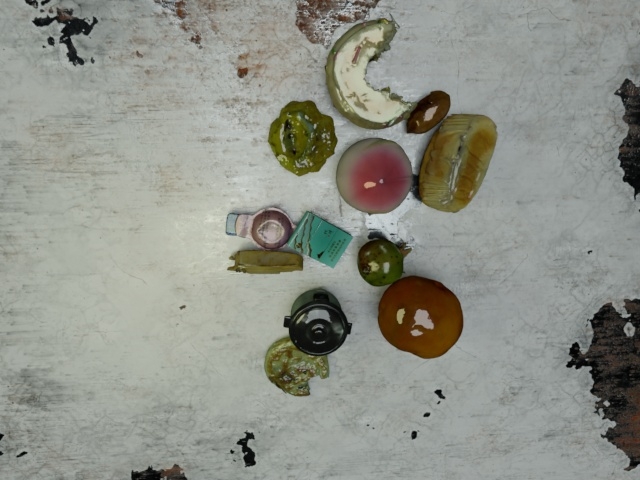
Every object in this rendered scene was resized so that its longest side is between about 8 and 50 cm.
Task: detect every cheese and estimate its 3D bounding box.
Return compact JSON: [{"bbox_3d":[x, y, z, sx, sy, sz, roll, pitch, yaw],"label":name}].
[{"bbox_3d":[-0.237,-0.048,1.657,0.285,0.074,0.189,6,103,-6],"label":"cheese"}]

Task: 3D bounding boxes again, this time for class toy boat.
[{"bbox_3d":[-0.223,0.093,1.678,0.309,0.115,0.090,0,62,-7],"label":"toy boat"}]

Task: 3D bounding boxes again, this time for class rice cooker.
[{"bbox_3d":[-0.012,0.335,1.693,0.280,0.227,0.242,10,104,-6],"label":"rice cooker"}]

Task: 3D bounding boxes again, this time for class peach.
[{"bbox_3d":[0.408,0.299,1.667,0.342,0.343,0.302,20,99,-9],"label":"peach"}]

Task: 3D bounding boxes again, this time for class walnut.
[{"bbox_3d":[0.409,-0.486,1.580,0.115,0.116,0.207,42,105,-13],"label":"walnut"}]

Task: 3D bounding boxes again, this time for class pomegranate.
[{"bbox_3d":[0.266,0.074,1.670,0.245,0.198,0.198,-31,105,-4],"label":"pomegranate"}]

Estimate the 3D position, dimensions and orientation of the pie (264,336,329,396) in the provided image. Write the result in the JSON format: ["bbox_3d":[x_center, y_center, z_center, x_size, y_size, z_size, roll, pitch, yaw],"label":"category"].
[{"bbox_3d":[-0.105,0.553,1.827,0.302,0.067,0.303,-1,106,-3],"label":"pie"}]

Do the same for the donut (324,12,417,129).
[{"bbox_3d":[0.172,-0.590,1.509,0.306,0.150,0.372,-18,105,1],"label":"donut"}]

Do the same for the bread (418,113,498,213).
[{"bbox_3d":[0.522,-0.306,1.606,0.235,0.183,0.389,19,97,-29],"label":"bread"}]

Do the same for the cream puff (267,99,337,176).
[{"bbox_3d":[-0.064,-0.379,1.531,0.281,0.185,0.282,-2,104,-7],"label":"cream puff"}]

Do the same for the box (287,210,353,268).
[{"bbox_3d":[0.000,0.000,1.679,0.229,0.041,0.162,28,100,-24],"label":"box"}]

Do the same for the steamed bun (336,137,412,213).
[{"bbox_3d":[0.206,-0.234,1.534,0.308,0.309,0.310,-1,104,-4],"label":"steamed bun"}]
